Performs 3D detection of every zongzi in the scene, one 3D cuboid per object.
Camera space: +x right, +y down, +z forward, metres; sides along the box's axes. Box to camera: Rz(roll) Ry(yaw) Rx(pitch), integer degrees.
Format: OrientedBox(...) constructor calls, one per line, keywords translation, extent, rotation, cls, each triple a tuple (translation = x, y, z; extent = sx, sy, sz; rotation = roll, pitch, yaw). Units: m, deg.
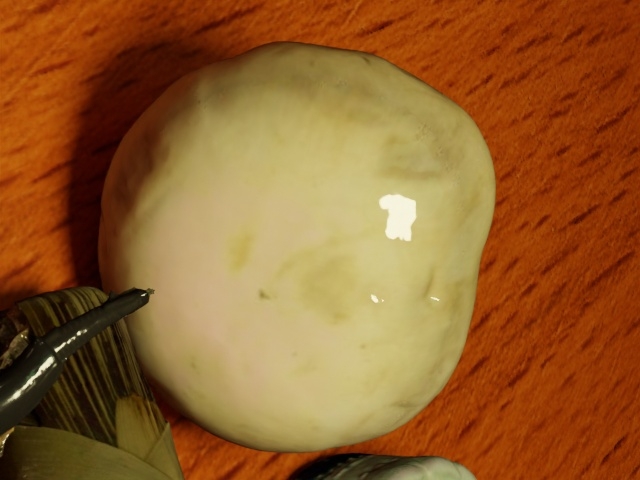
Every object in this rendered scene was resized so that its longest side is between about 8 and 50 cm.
OrientedBox(translation=(-0.146, 0.177, 1.326), extent=(0.154, 0.317, 0.289), rotation=(-9, 91, -34), cls="zongzi")

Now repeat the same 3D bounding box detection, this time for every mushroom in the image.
OrientedBox(translation=(0.003, 0.000, 1.525), extent=(0.353, 0.325, 0.353), rotation=(19, 63, -43), cls="mushroom")

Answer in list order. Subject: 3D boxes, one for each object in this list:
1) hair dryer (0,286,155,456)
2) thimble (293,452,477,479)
OrientedBox(translation=(-0.236, 0.169, 1.244), extent=(0.359, 0.120, 0.303), rotation=(-39, 96, -13), cls="hair dryer")
OrientedBox(translation=(0.062, 0.308, 1.687), extent=(0.237, 0.150, 0.237), rotation=(12, 74, -48), cls="thimble")
